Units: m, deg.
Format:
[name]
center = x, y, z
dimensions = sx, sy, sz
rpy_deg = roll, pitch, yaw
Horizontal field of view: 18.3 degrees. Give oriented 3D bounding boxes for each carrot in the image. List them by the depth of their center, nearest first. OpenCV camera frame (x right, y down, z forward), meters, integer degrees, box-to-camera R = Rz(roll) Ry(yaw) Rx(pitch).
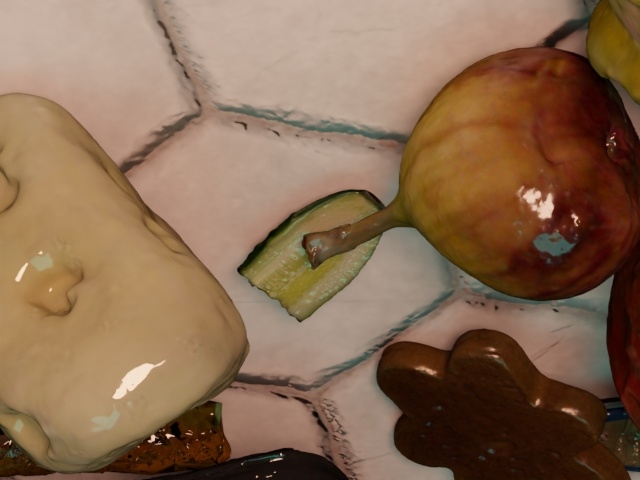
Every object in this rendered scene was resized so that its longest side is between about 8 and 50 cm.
[carrot]
center = -0.178, 0.142, 1.458
dimensions = 0.229, 0.069, 0.069
rpy_deg = 1, 135, -7

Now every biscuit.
[biscuit]
center = 0.141, 0.150, 1.473
dimensions = 0.180, 0.039, 0.236
rpy_deg = -11, 129, 35

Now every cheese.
[cheese]
center = -0.136, 0.066, 1.260
dimensions = 0.173, 0.251, 0.248
rpy_deg = -45, 142, -7

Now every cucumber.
[cucumber]
center = 0.000, 0.000, 1.347
dimensions = 0.067, 0.035, 0.107
rpy_deg = 39, 115, -24

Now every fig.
[fig]
center = 0.088, -0.037, 1.240
dimensions = 0.231, 0.160, 0.143
rpy_deg = -2, 160, 12

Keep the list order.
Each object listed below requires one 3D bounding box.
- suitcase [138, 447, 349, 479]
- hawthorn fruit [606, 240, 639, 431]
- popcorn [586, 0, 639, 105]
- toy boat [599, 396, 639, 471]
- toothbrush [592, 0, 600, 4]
[suitcase]
center = -0.116, 0.290, 1.483
dimensions = 0.345, 0.188, 0.339
rpy_deg = -13, 151, 11
[hawthorn fruit]
center = 0.302, 0.045, 1.270
dimensions = 0.258, 0.258, 0.262
rpy_deg = 29, 141, -28
[popcorn]
center = 0.261, -0.138, 1.103
dimensions = 0.259, 0.212, 0.259
rpy_deg = -5, 123, -7
[toy boat]
center = 0.303, 0.147, 1.504
dimensions = 0.229, 0.046, 0.080
rpy_deg = 3, 134, -7
[toothbrush]
center = 0.092, -0.194, 1.169
dimensions = 0.269, 0.021, 0.027
rpy_deg = 26, 122, -26
